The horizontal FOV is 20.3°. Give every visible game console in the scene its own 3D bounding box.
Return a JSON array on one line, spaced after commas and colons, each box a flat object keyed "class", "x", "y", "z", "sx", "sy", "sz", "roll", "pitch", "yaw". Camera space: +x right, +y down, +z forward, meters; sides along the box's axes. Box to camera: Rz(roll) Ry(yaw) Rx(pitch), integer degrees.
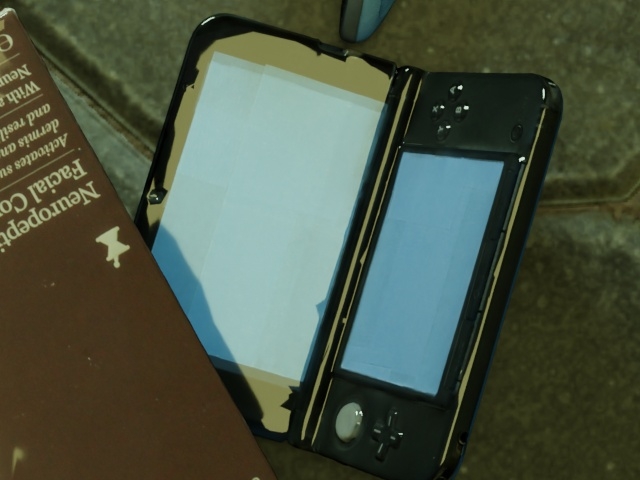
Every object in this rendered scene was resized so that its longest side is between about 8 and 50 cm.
[{"class": "game console", "x": 0.000, "y": 0.000, "z": 1.243, "sx": 0.173, "sy": 0.250, "sz": 0.293, "roll": 18, "pitch": 86, "yaw": -30}]

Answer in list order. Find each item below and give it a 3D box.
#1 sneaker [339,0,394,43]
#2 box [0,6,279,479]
[{"class": "sneaker", "x": 0.075, "y": -0.236, "z": 1.306, "sx": 0.082, "sy": 0.069, "sz": 0.209, "roll": 21, "pitch": 86, "yaw": -7}, {"class": "box", "x": -0.193, "y": 0.065, "z": 1.143, "sx": 0.191, "sy": 0.143, "sz": 0.381, "roll": -32, "pitch": 101, "yaw": -14}]
